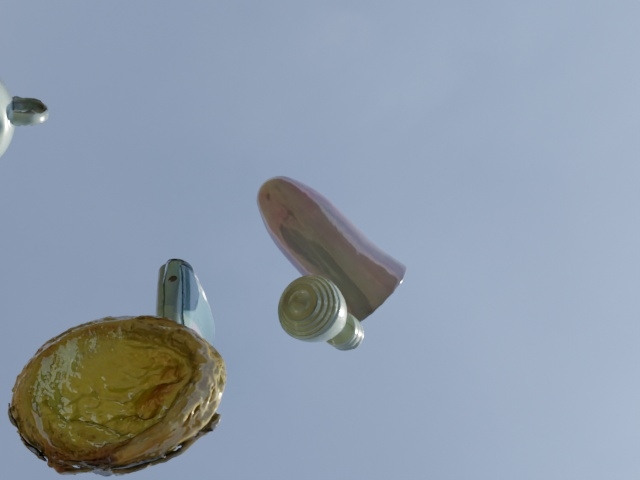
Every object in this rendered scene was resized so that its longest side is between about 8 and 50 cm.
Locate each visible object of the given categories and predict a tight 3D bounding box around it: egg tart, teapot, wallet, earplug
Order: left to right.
[{"bbox_3d":[-0.548,-0.181,1.144,0.129,0.294,0.193,29,-57,41],"label":"teapot"},{"bbox_3d":[-0.254,0.201,0.990,0.279,0.279,0.095,43,-39,45],"label":"egg tart"},{"bbox_3d":[-0.223,0.177,1.260,0.075,0.176,0.250,-10,-135,4],"label":"wallet"},{"bbox_3d":[0.000,0.000,1.437,0.172,0.301,0.172,-42,-174,6],"label":"earplug"}]

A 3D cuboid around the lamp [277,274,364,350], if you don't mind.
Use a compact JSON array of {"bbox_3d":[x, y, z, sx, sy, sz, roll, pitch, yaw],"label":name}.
[{"bbox_3d":[0.004,0.124,1.235,0.106,0.193,0.106,-11,-117,21],"label":"lamp"}]
